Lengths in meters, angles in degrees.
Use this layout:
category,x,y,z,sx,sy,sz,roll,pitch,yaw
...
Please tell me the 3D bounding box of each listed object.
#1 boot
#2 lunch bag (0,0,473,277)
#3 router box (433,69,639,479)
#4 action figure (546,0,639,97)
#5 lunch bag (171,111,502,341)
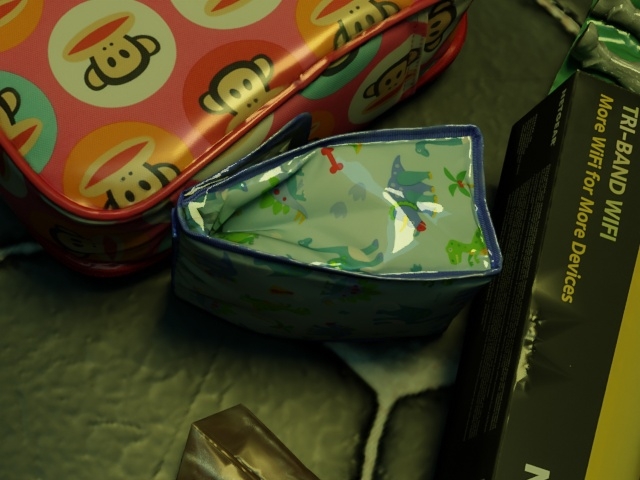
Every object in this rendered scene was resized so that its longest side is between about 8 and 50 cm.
category,x,y,z,sx,sy,sz,roll,pitch,yaw
boot,-0.036,0.147,0.681,0.114,0.037,0.106,38,57,5
lunch bag,-0.083,-0.149,0.746,0.293,0.120,0.258,-35,76,-17
router box,0.187,0.102,0.675,0.243,0.081,0.309,20,68,-12
action figure,0.255,-0.072,0.789,0.232,0.063,0.137,29,65,1
lunch bag,0.000,0.000,0.692,0.151,0.129,0.096,-6,72,-9
